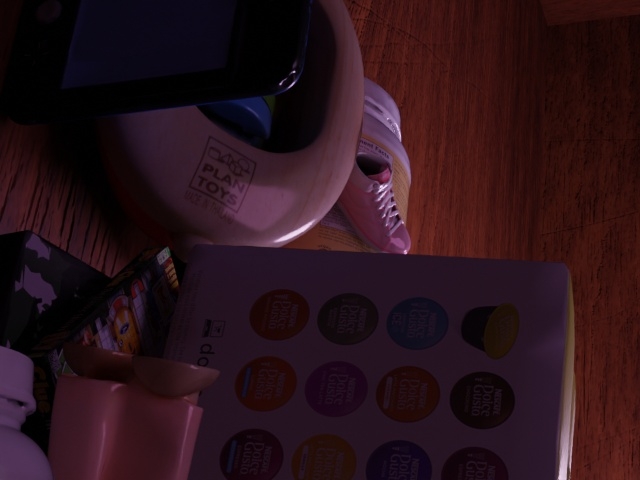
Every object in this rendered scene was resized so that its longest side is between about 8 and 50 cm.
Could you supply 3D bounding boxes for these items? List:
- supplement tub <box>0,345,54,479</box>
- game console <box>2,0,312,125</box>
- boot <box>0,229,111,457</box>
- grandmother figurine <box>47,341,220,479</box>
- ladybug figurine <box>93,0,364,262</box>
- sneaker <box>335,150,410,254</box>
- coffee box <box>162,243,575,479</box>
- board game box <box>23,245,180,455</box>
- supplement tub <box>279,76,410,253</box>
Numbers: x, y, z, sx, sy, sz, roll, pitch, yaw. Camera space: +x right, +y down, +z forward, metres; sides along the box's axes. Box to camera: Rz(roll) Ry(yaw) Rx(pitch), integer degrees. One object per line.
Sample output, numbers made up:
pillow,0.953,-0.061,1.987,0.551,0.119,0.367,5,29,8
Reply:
supplement tub,-0.285,0.230,0.874,0.235,0.235,0.325,36,52,-66
game console,-0.165,-0.259,1.251,0.173,0.293,0.250,55,36,-53
boot,-0.221,0.260,1.227,0.367,0.146,0.445,59,28,-55
grandmother figurine,-0.164,0.246,0.983,0.104,0.208,0.342,17,80,-44
ladybug figurine,-0.108,-0.152,1.502,0.305,0.162,0.449,30,48,-20
sneaker,0.063,-0.042,1.556,0.134,0.070,0.051,49,46,-7
coffee box,0.046,0.236,1.247,0.338,0.334,0.337,77,20,-55
board game box,-0.165,0.108,1.183,0.259,0.030,0.136,-52,134,-66
supplement tub,-0.019,-0.017,1.692,0.241,0.241,0.331,59,32,-52
